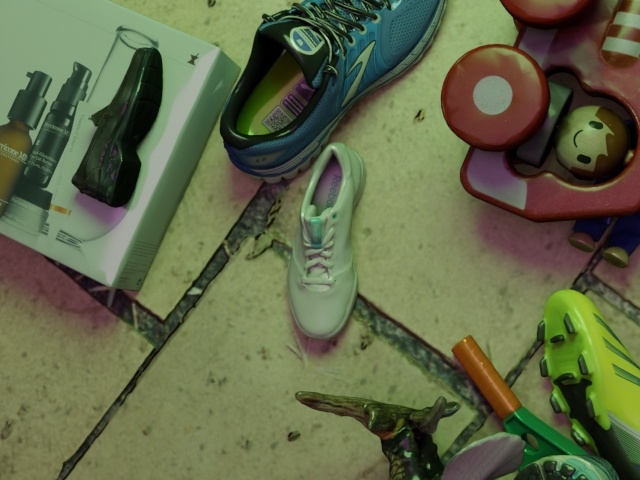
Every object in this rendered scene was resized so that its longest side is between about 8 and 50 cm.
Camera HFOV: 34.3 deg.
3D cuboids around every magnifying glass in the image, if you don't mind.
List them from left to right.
[{"bbox_3d":[0.212,0.197,1.060,0.231,0.026,0.092,54,137,16],"label":"magnifying glass"}]

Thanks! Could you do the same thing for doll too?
[{"bbox_3d":[0.331,-0.066,1.061,0.129,0.046,0.189,26,85,21],"label":"doll"}]

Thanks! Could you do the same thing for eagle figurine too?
[{"bbox_3d":[0.078,0.307,1.019,0.226,0.225,0.298,2,75,1],"label":"eagle figurine"}]

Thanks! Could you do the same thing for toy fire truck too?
[{"bbox_3d":[0.273,-0.154,1.002,0.254,0.169,0.302,24,95,18],"label":"toy fire truck"}]

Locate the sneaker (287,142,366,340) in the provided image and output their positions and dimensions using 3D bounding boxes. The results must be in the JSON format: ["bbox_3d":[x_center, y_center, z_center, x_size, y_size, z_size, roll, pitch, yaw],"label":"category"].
[{"bbox_3d":[0.000,0.000,1.097,0.080,0.094,0.212,5,87,10],"label":"sneaker"}]

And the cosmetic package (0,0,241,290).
[{"bbox_3d":[-0.321,-0.148,1.172,0.377,0.097,0.284,24,88,12],"label":"cosmetic package"}]

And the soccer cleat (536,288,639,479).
[{"bbox_3d":[0.318,0.175,1.040,0.121,0.093,0.289,-21,76,-22],"label":"soccer cleat"}]

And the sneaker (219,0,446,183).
[{"bbox_3d":[0.016,-0.202,1.083,0.130,0.147,0.330,39,93,11],"label":"sneaker"}]

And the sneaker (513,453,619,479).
[{"bbox_3d":[0.214,0.328,0.975,0.110,0.122,0.283,30,109,32],"label":"sneaker"}]

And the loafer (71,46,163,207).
[{"bbox_3d":[-0.211,-0.122,1.072,0.061,0.062,0.170,18,87,15],"label":"loafer"}]
